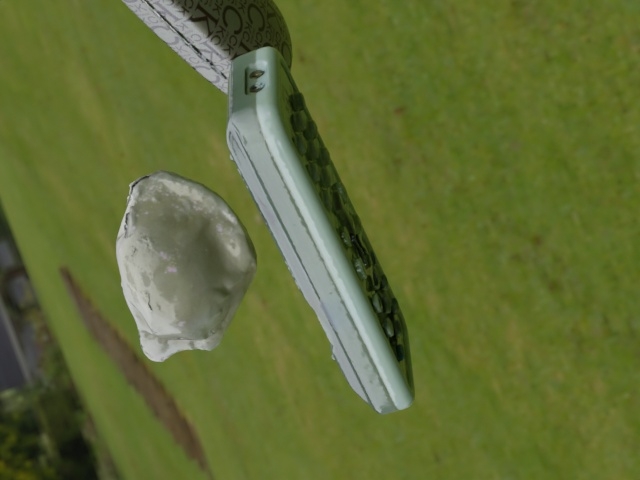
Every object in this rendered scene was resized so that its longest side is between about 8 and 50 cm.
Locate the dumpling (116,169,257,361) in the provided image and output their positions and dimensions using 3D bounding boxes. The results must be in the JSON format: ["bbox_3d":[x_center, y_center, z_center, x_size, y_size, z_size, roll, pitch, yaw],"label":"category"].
[{"bbox_3d":[-0.129,0.027,1.491,0.118,0.136,0.199,-121,32,-58],"label":"dumpling"}]

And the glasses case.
[{"bbox_3d":[-0.145,-0.285,1.787,0.354,0.085,0.137,42,-131,-44],"label":"glasses case"}]

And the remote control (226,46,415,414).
[{"bbox_3d":[0.000,0.000,1.311,0.128,0.065,0.335,-96,-16,-54],"label":"remote control"}]
